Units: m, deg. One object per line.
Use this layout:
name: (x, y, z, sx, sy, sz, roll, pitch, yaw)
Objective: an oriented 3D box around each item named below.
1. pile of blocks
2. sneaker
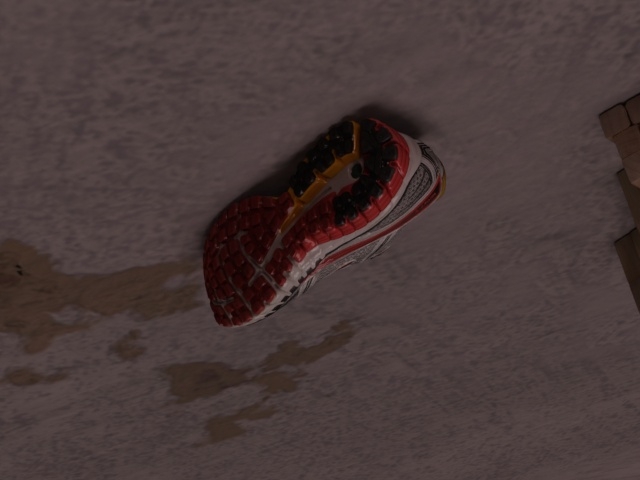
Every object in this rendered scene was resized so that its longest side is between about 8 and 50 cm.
pile of blocks: (0.320, -0.015, 1.168, 0.148, 0.113, 0.362, -18, 155, 6)
sneaker: (0.000, 0.000, 1.045, 0.225, 0.088, 0.092, -34, 151, 34)
